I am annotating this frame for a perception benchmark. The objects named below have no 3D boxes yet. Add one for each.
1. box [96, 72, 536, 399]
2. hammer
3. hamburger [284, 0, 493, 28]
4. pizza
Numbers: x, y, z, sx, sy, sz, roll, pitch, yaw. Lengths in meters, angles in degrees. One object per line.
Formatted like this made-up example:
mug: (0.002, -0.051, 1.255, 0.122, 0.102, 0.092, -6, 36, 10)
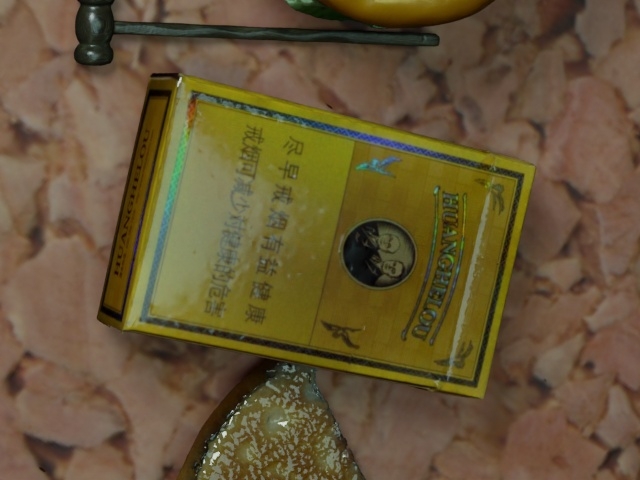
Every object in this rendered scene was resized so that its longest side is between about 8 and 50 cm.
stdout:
box: (0.000, 0.000, 1.285, 0.301, 0.084, 0.193, 12, 92, -22)
hammer: (-0.043, -0.159, 1.276, 0.292, 0.029, 0.058, -1, 105, -21)
hamburger: (0.051, -0.270, 1.203, 0.246, 0.170, 0.246, -2, 106, -6)
pizza: (-0.019, 0.198, 1.355, 0.195, 0.052, 0.185, 39, 81, -19)
